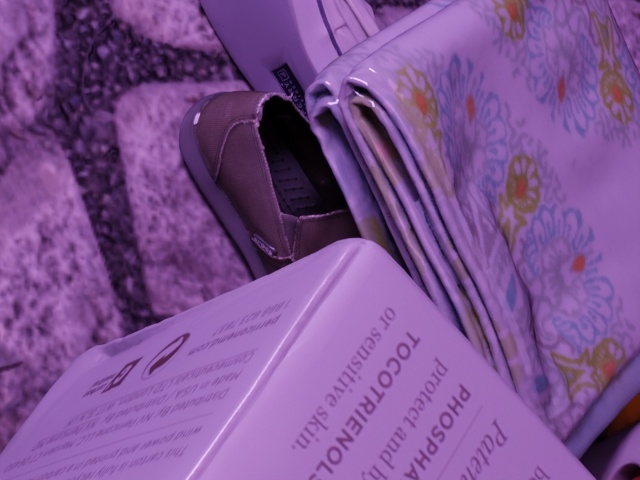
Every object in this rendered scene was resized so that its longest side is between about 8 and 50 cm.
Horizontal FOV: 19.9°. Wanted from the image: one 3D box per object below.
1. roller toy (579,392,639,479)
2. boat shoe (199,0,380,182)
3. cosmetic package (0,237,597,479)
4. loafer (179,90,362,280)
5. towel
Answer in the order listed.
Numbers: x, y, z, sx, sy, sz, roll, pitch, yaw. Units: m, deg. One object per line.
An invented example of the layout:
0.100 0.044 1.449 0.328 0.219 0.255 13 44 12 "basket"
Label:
0.272 0.221 1.351 0.209 0.146 0.191 50 45 -5 "roller toy"
-0.002 -0.149 1.306 0.088 0.096 0.267 -39 100 -41 "boat shoe"
-0.016 0.275 1.013 0.393 0.329 0.327 47 54 -16 "cosmetic package"
0.000 0.000 1.262 0.251 0.087 0.094 52 53 -11 "loafer"
0.157 -0.033 1.325 0.374 0.090 0.320 -37 109 -50 "towel"
